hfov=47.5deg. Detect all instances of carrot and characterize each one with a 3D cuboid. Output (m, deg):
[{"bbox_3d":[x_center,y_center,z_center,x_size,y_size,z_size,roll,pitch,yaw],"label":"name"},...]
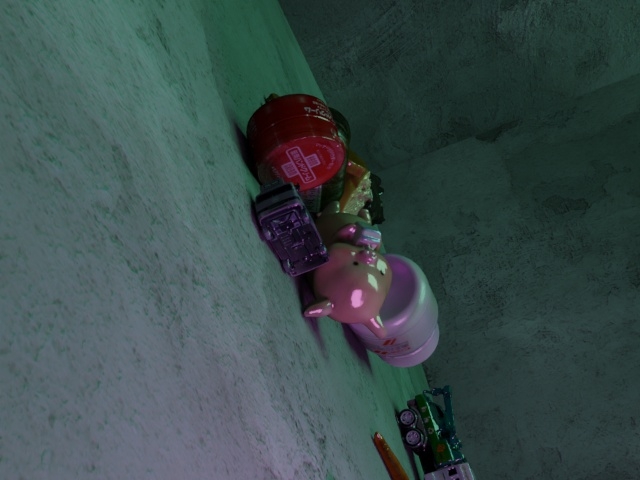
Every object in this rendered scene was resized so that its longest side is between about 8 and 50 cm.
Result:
[{"bbox_3d":[0.164,0.520,1.729,0.037,0.037,0.190,-92,156,-64],"label":"carrot"}]

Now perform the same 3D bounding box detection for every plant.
[{"bbox_3d":[0.114,-0.127,2.431,0.276,0.199,0.188,-15,91,-78],"label":"plant"}]

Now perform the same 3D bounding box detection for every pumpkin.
[{"bbox_3d":[-0.027,-0.203,1.749,0.260,0.190,0.260,9,90,-87],"label":"pumpkin"}]

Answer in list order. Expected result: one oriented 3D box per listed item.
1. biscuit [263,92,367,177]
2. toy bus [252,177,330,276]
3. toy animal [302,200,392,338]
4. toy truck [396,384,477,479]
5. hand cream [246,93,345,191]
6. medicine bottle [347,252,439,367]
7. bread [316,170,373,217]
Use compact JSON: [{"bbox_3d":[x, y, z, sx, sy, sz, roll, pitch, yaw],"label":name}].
[{"bbox_3d":[-0.015,-0.276,1.964,0.334,0.047,0.202,34,19,-15],"label":"biscuit"},{"bbox_3d":[-0.055,-0.024,1.410,0.198,0.096,0.108,63,7,-49],"label":"toy bus"},{"bbox_3d":[0.065,0.059,1.558,0.195,0.212,0.256,20,16,-18],"label":"toy animal"},{"bbox_3d":[0.352,0.626,2.191,0.176,0.178,0.363,56,19,-60],"label":"toy truck"},{"bbox_3d":[-0.053,-0.199,1.509,0.193,0.193,0.125,54,16,-61],"label":"hand cream"},{"bbox_3d":[0.199,0.200,1.981,0.302,0.241,0.241,58,15,-53],"label":"medicine bottle"},{"bbox_3d":[0.018,-0.094,2.097,0.211,0.224,0.183,-52,142,-29],"label":"bread"}]
